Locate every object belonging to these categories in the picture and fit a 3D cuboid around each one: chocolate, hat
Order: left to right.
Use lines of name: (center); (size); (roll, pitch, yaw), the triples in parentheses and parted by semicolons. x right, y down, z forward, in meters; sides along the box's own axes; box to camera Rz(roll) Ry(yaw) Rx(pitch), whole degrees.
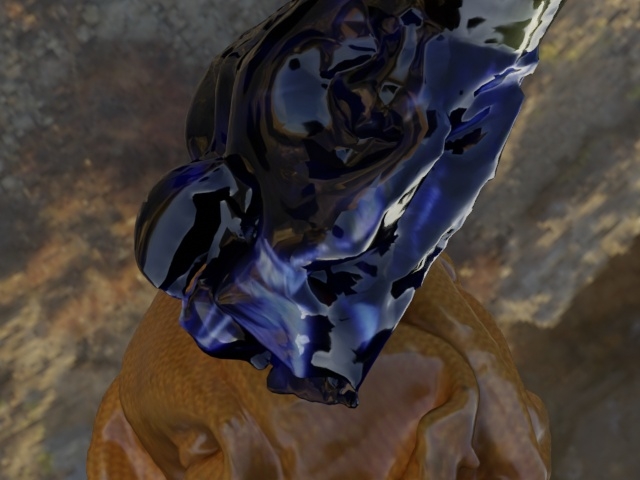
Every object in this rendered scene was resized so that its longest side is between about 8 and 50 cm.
hat: (-0.001, 0.032, 0.585); (0.233, 0.233, 0.244); (-14, 172, -1)
chocolate: (0.032, -0.065, 0.379); (0.126, 0.148, 0.343); (-13, 159, -26)
